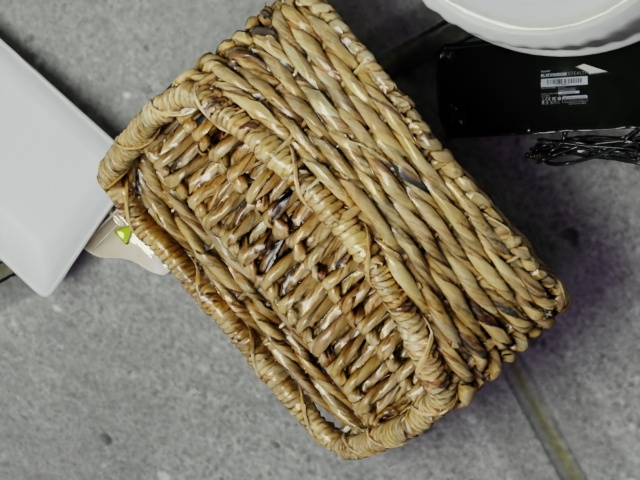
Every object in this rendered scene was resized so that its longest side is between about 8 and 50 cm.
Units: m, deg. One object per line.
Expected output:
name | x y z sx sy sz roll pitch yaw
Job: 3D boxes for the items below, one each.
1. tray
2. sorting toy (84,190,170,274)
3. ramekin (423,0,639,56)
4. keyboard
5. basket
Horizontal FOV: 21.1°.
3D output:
tray | -0.271 -0.095 1.364 0.270 0.030 0.145 42 114 10
sorting toy | -0.137 -0.009 1.359 0.075 0.045 0.083 42 124 -10
ramekin | 0.154 -0.249 1.143 0.273 0.127 0.273 4 105 15
keyboard | 0.180 -0.099 1.246 0.192 0.038 0.100 -2 82 19
basket | 0.000 0.000 1.197 0.223 0.213 0.299 -39 93 3
